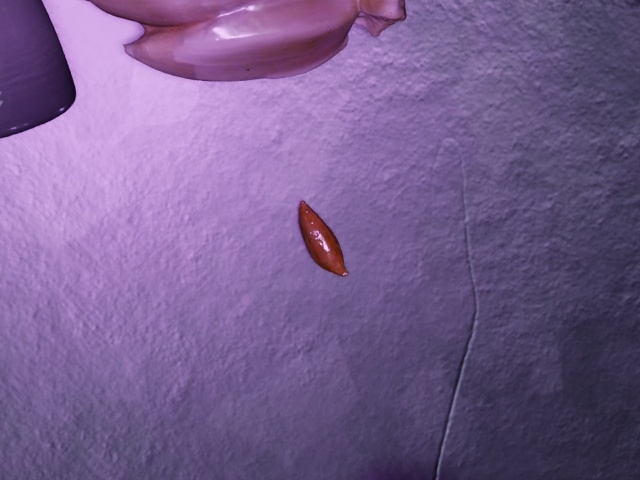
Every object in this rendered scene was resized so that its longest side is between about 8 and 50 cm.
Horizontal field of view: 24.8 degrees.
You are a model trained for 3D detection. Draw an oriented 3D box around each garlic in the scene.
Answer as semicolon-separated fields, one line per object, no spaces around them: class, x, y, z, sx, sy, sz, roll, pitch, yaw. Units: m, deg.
garlic;-0.076;-0.300;1.454;0.325;0.132;0.279;-1;92;-15

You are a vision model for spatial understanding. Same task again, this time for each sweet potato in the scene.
sweet potato;0.000;0.000;1.565;0.034;0.034;0.095;-29;93;-4

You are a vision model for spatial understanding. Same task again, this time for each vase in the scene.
vase;-0.350;-0.261;1.363;0.173;0.173;0.321;-15;110;-8
